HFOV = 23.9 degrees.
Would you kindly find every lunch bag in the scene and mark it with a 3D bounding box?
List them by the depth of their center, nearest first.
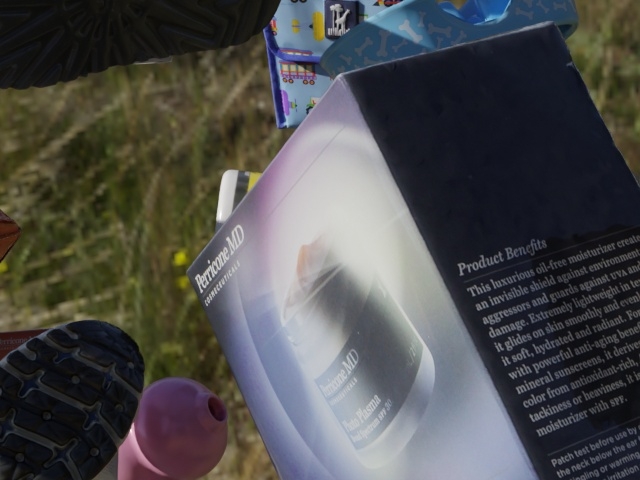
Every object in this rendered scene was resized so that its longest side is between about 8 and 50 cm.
[{"bbox_3d":[0.042,-0.291,2.068,0.220,0.293,0.138,5,51,12],"label":"lunch bag"}]

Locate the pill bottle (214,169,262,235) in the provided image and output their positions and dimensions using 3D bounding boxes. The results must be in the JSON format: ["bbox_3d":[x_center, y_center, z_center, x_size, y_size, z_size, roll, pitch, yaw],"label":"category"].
[{"bbox_3d":[0.000,0.000,1.495,0.208,0.119,0.119,8,29,-3],"label":"pill bottle"}]

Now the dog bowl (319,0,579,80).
[{"bbox_3d":[0.146,-0.210,1.596,0.297,0.074,0.166,-22,-9,-23],"label":"dog bowl"}]

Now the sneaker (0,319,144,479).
[{"bbox_3d":[-0.274,0.206,1.292,0.330,0.129,0.147,-53,5,-9],"label":"sneaker"}]

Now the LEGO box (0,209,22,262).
[{"bbox_3d":[-0.621,-0.103,1.601,0.500,0.193,0.372,42,11,13],"label":"LEGO box"}]

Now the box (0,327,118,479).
[{"bbox_3d":[-0.301,0.191,1.705,0.130,0.091,0.171,-6,72,13],"label":"box"}]

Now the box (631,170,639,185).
[{"bbox_3d":[0.235,0.066,1.685,0.343,0.313,0.179,11,16,-20],"label":"box"}]

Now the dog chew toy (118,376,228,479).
[{"bbox_3d":[-0.253,0.274,1.900,0.331,0.207,0.207,-30,19,27],"label":"dog chew toy"}]

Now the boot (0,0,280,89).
[{"bbox_3d":[-0.306,-0.252,1.206,0.445,0.146,0.367,27,21,39],"label":"boot"}]

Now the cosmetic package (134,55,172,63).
[{"bbox_3d":[-0.200,-0.300,1.521,0.107,0.238,0.127,-5,12,-5],"label":"cosmetic package"}]

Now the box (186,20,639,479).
[{"bbox_3d":[0.081,0.068,0.986,0.182,0.296,0.294,-16,72,-30],"label":"box"}]
